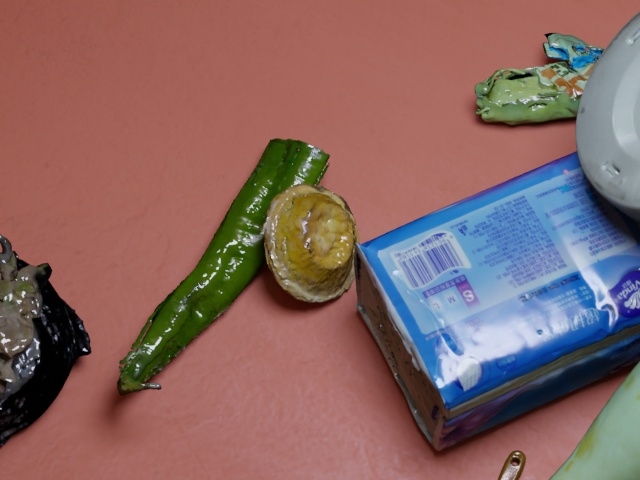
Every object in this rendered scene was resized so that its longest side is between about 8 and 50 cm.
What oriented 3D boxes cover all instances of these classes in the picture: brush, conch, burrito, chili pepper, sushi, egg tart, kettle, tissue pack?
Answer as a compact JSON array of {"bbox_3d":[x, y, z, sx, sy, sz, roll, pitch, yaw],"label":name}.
[{"bbox_3d":[0.159,0.273,1.542,0.043,0.014,0.170,21,61,16],"label":"brush"},{"bbox_3d":[0.327,0.187,1.494,0.137,0.250,0.143,40,28,15],"label":"conch"},{"bbox_3d":[0.307,-0.186,1.780,0.288,0.054,0.104,-9,59,-2],"label":"burrito"},{"bbox_3d":[-0.103,0.032,1.663,0.085,0.076,0.359,12,55,32],"label":"chili pepper"},{"bbox_3d":[-0.358,0.085,1.562,0.225,0.218,0.238,-38,64,-13],"label":"sushi"},{"bbox_3d":[0.000,0.000,1.657,0.129,0.049,0.128,9,75,-36],"label":"egg tart"},{"bbox_3d":[0.435,-0.034,1.549,0.247,0.342,0.319,-8,58,46],"label":"kettle"},{"bbox_3d":[0.190,0.058,1.589,0.263,0.146,0.198,-22,63,-11],"label":"tissue pack"}]
